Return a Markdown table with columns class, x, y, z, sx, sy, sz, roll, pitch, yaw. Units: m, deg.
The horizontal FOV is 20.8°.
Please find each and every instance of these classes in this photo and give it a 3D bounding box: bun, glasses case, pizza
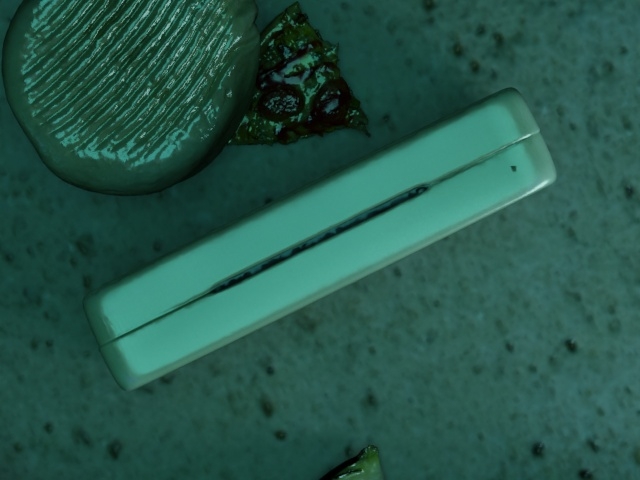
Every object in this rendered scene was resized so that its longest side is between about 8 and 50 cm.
| class | x | y | z | sx | sy | sz | roll | pitch | yaw |
| --- | --- | --- | --- | --- | --- | --- | --- | --- | --- |
| bun | -0.121 | -0.117 | 1.162 | 0.173 | 0.113 | 0.167 | -21 | 96 | -1 |
| glasses case | 0.000 | 0.000 | 1.149 | 0.312 | 0.131 | 0.070 | -26 | 89 | 0 |
| pizza | -0.019 | -0.116 | 1.202 | 0.100 | 0.029 | 0.099 | -5 | 88 | 0 |

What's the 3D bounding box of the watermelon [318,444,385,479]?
| class | x | y | z | sx | sy | sz | roll | pitch | yaw |
| --- | --- | --- | --- | --- | --- | --- | --- | --- | --- |
| watermelon | 0.028 | 0.267 | 1.186 | 0.119 | 0.063 | 0.245 | -13 | 88 | -13 |
